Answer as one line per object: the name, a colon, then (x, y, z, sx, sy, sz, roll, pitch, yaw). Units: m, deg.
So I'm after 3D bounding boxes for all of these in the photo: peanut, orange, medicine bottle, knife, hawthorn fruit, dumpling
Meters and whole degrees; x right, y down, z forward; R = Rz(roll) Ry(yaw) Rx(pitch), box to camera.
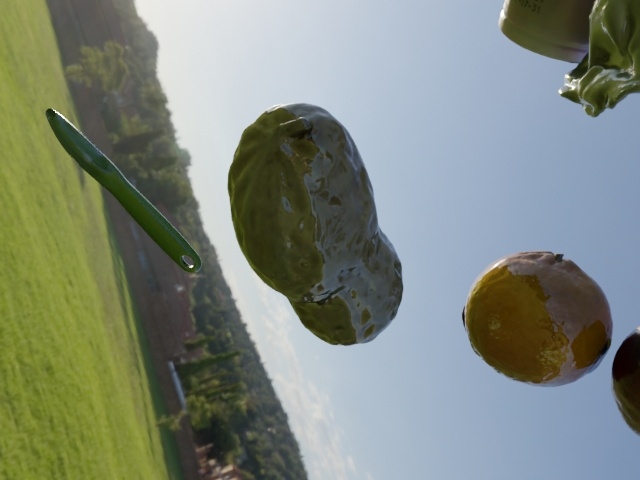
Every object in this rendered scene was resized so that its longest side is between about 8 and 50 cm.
peanut: (-0.006, 0.004, 0.700, 0.143, 0.159, 0.291, 12, -40, 38)
orange: (0.327, 0.116, 1.004, 0.219, 0.219, 0.193, -123, -153, -52)
medicine bottle: (0.319, -0.355, 0.774, 0.152, 0.152, 0.254, -119, -150, -43)
knife: (-0.166, -0.041, 0.560, 0.184, 0.022, 0.026, 48, 10, -10)
hawthorn fruit: (0.481, 0.185, 0.883, 0.202, 0.185, 0.185, 42, 18, -53)
dumpling: (0.329, -0.201, 0.643, 0.147, 0.193, 0.258, 45, -16, -9)
